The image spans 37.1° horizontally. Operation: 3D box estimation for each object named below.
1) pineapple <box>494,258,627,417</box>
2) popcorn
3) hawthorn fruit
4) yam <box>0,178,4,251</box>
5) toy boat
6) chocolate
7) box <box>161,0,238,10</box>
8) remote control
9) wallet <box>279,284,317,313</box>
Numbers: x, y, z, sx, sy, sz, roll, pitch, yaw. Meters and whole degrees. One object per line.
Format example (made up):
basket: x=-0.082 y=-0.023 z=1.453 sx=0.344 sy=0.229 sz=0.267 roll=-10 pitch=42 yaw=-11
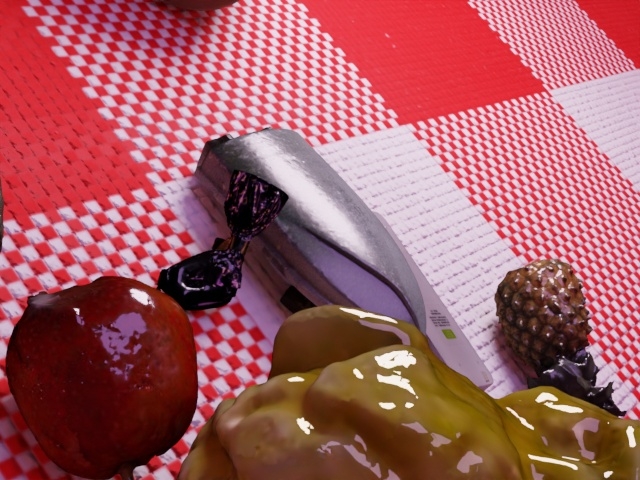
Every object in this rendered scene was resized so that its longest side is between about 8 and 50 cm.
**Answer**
pineapple: x=0.288 y=0.149 z=1.118 sx=0.125 sy=0.125 sz=0.251 roll=11 pitch=52 yaw=-35
popcorn: x=0.059 y=0.223 z=0.681 sx=0.334 sy=0.292 sz=0.293 roll=20 pitch=46 yaw=-19
hawthorn fruit: x=-0.158 y=0.111 z=0.723 sx=0.148 sy=0.148 sz=0.172 roll=-3 pitch=63 yaw=-44
yam: x=-0.331 y=-0.069 z=0.748 sx=0.154 sy=0.154 sz=0.254 roll=5 pitch=47 yaw=-39
toy boat: x=0.000 y=0.000 z=1.002 sx=0.141 sy=0.092 sz=0.319 roll=-18 pitch=56 yaw=-44
chocolate: x=-0.092 y=0.005 z=0.920 sx=0.072 sy=0.147 sz=0.070 roll=35 pitch=-5 yaw=-3
box: x=-0.156 y=-0.444 z=1.195 sx=0.301 sy=0.301 sz=0.216 roll=26 pitch=46 yaw=-20
remote control: x=0.102 y=0.068 z=1.075 sx=0.250 sy=0.034 sz=0.103 roll=56 pitch=24 yaw=20
wallet: x=0.030 y=0.095 z=1.010 sx=0.157 sy=0.018 sz=0.082 roll=42 pitch=35 yaw=3
